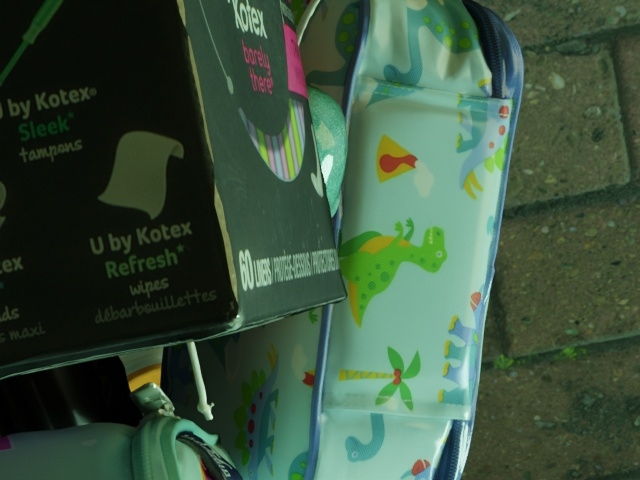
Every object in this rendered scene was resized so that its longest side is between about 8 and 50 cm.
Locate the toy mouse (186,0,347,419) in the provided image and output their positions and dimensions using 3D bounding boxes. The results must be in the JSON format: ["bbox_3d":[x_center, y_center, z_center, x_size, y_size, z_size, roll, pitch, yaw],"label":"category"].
[{"bbox_3d":[-0.043,-0.040,0.669,0.161,0.143,0.031,47,5,-4],"label":"toy mouse"}]

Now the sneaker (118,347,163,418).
[{"bbox_3d":[-0.068,0.052,1.049,0.262,0.099,0.121,71,4,-72],"label":"sneaker"}]

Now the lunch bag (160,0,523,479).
[{"bbox_3d":[0.000,0.000,0.811,0.176,0.090,0.219,2,-94,62],"label":"lunch bag"}]

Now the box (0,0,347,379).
[{"bbox_3d":[-0.095,-0.098,0.569,0.165,0.143,0.270,-10,89,-80],"label":"box"}]

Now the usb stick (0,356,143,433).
[{"bbox_3d":[-0.114,0.031,0.774,0.077,0.045,0.278,-87,167,-47],"label":"usb stick"}]

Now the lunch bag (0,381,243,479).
[{"bbox_3d":[-0.057,0.191,0.665,0.224,0.107,0.279,54,25,-81],"label":"lunch bag"}]
